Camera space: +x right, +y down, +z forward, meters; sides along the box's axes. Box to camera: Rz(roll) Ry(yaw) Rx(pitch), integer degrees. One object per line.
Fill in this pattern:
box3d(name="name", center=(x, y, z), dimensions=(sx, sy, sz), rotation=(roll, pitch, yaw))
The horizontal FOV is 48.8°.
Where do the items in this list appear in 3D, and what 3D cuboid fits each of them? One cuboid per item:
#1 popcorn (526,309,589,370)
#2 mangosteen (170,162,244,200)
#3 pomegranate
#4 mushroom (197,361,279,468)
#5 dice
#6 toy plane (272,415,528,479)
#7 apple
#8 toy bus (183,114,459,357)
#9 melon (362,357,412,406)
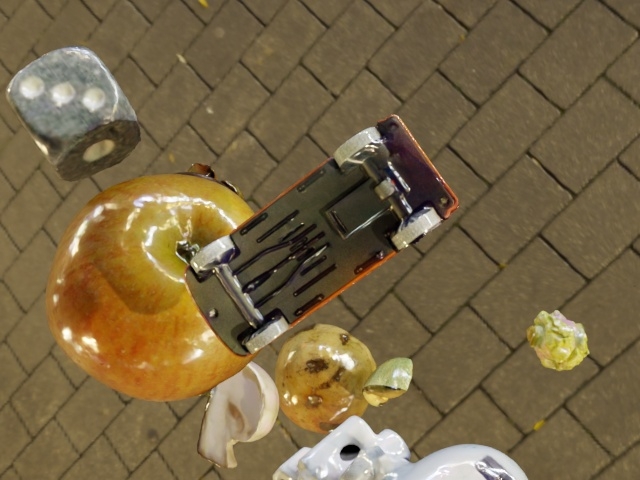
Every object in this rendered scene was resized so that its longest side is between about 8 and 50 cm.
box3d(name="popcorn", center=(0.538, 0.225, 1.598), dimensions=(0.126, 0.125, 0.145), rotation=(-40, 44, 13))
box3d(name="mangosteen", center=(-0.320, -0.044, 1.846), dimensions=(0.306, 0.347, 0.307), rotation=(14, 127, 20))
box3d(name="pomegranate", center=(0.009, 0.357, 1.842), dimensions=(0.281, 0.281, 0.282), rotation=(-2, 86, 24))
box3d(name="mushroom", center=(-0.143, 0.372, 1.526), dimensions=(0.162, 0.173, 0.237), rotation=(1, 75, 33))
box3d(name="dice", center=(-0.455, -0.232, 1.312), dimensions=(0.182, 0.181, 0.183), rotation=(-34, 80, -16))
box3d(name="toy plane", center=(0.055, 0.240, 0.494), dimensions=(0.244, 0.118, 0.245), rotation=(0, 51, 0))
box3d(name="apple", center=(-0.247, 0.072, 1.202), dimensions=(0.333, 0.400, 0.401), rotation=(-31, 74, 39))
box3d(name="toy bus", center=(0.000, 0.000, 0.860), dimensions=(0.329, 0.153, 0.143), rotation=(-37, 85, 12))
box3d(name="melon", center=(0.155, 0.323, 1.661), dimensions=(0.079, 0.160, 0.128), rotation=(30, 59, -1))
